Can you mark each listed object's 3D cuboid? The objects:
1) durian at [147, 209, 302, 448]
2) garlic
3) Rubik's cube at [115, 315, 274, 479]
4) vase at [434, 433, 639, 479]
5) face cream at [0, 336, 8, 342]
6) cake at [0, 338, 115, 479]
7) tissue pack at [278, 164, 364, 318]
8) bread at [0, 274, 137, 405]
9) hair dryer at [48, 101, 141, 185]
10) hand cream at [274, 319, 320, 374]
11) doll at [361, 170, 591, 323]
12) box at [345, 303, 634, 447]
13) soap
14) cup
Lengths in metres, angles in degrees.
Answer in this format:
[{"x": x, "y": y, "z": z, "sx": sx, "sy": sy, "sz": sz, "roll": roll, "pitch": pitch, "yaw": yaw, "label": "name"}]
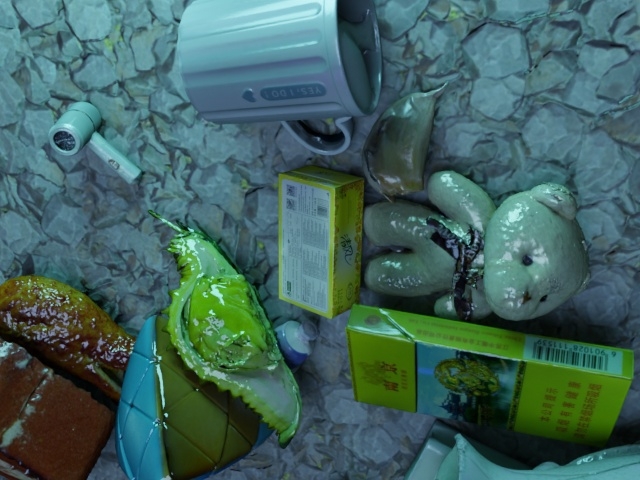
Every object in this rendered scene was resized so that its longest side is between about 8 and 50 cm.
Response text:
[{"x": -0.133, "y": 0.111, "z": 1.122, "sx": 0.132, "sy": 0.106, "sz": 0.375, "roll": -30, "pitch": 87, "yaw": 22, "label": "durian"}, {"x": 0.097, "y": -0.120, "z": 1.015, "sx": 0.084, "sy": 0.066, "sz": 0.152, "roll": 12, "pitch": 88, "yaw": 8, "label": "garlic"}, {"x": -0.231, "y": 0.227, "z": 1.187, "sx": 0.254, "sy": 0.254, "sz": 0.254, "roll": 6, "pitch": 111, "yaw": 15, "label": "Rubik's cube"}, {"x": 0.347, "y": 0.348, "z": 0.990, "sx": 0.446, "sy": 0.250, "sz": 0.250, "roll": 8, "pitch": 112, "yaw": 0, "label": "vase"}, {"x": -0.567, "y": 0.155, "z": 1.312, "sx": 0.274, "sy": 0.096, "sz": 0.154, "roll": 20, "pitch": 112, "yaw": -6, "label": "face cream"}, {"x": -0.450, "y": 0.260, "z": 1.240, "sx": 0.283, "sy": 0.151, "sz": 0.177, "roll": 42, "pitch": 149, "yaw": -28, "label": "cake"}, {"x": 0.000, "y": 0.000, "z": 1.076, "sx": 0.095, "sy": 0.062, "sz": 0.176, "roll": 17, "pitch": 117, "yaw": 37, "label": "tissue pack"}, {"x": -0.368, "y": 0.146, "z": 1.239, "sx": 0.269, "sy": 0.095, "sz": 0.139, "roll": 38, "pitch": 123, "yaw": -5, "label": "bread"}, {"x": -0.295, "y": -0.119, "z": 1.133, "sx": 0.047, "sy": 0.082, "sz": 0.137, "roll": -37, "pitch": 112, "yaw": 24, "label": "hair dryer"}, {"x": -0.055, "y": 0.157, "z": 1.178, "sx": 0.084, "sy": 0.053, "sz": 0.142, "roll": 46, "pitch": 125, "yaw": -4, "label": "hand cream"}, {"x": 0.174, "y": 0.023, "z": 1.014, "sx": 0.278, "sy": 0.149, "sz": 0.175, "roll": 0, "pitch": 136, "yaw": 28, "label": "doll"}, {"x": 0.202, "y": 0.172, "z": 1.060, "sx": 0.335, "sy": 0.047, "sz": 0.187, "roll": 9, "pitch": 144, "yaw": 14, "label": "box"}, {"x": 0.219, "y": 0.346, "z": 1.154, "sx": 0.198, "sy": 0.066, "sz": 0.119, "roll": 25, "pitch": 117, "yaw": 6, "label": "soap"}, {"x": -0.040, "y": -0.192, "z": 0.978, "sx": 0.202, "sy": 0.167, "sz": 0.221, "roll": -3, "pitch": 107, "yaw": 21, "label": "cup"}]
